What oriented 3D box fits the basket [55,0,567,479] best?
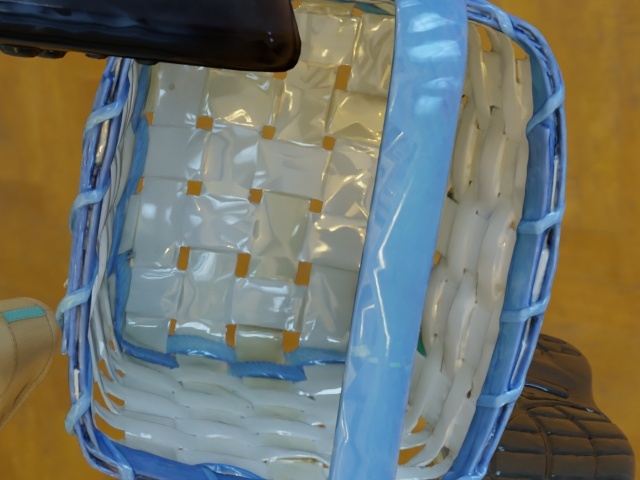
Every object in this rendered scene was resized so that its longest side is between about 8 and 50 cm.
[{"bbox_3d":[0.000,0.000,0.797,0.289,0.201,0.255,-106,26,-72],"label":"basket"}]

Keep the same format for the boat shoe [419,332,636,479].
[{"bbox_3d":[0.114,0.147,1.199,0.122,0.324,0.120,17,105,2],"label":"boat shoe"}]

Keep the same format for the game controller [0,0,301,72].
[{"bbox_3d":[-0.132,-0.090,0.675,0.319,0.166,0.067,23,97,63],"label":"game controller"}]

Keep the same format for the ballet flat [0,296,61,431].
[{"bbox_3d":[-0.207,0.108,1.082,0.080,0.073,0.232,54,132,11],"label":"ballet flat"}]
